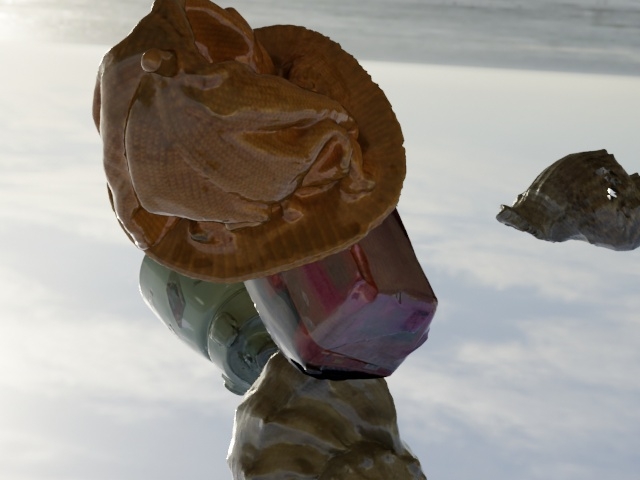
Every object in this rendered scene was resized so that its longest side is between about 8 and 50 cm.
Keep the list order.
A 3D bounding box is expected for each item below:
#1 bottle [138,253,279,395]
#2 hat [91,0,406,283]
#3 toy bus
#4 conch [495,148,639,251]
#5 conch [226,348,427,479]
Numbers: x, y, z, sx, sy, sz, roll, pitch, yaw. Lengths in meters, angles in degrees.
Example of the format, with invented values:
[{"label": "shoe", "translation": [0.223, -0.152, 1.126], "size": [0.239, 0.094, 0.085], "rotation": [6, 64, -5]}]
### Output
[{"label": "bottle", "translation": [-0.127, 0.113, 1.834], "size": [0.229, 0.229, 0.351], "rotation": [-3, -155, -34]}, {"label": "hat", "translation": [-0.077, -0.089, 0.825], "size": [0.244, 0.233, 0.233], "rotation": [32, 177, 16]}, {"label": "toy bus", "translation": [0.000, 0.000, 1.143], "size": [0.127, 0.147, 0.303], "rotation": [15, -142, -38]}, {"label": "conch", "translation": [0.316, -0.041, 1.374], "size": [0.207, 0.130, 0.155], "rotation": [-13, 178, 8]}, {"label": "conch", "translation": [-0.014, 0.229, 1.231], "size": [0.186, 0.263, 0.324], "rotation": [-9, -165, -36]}]
